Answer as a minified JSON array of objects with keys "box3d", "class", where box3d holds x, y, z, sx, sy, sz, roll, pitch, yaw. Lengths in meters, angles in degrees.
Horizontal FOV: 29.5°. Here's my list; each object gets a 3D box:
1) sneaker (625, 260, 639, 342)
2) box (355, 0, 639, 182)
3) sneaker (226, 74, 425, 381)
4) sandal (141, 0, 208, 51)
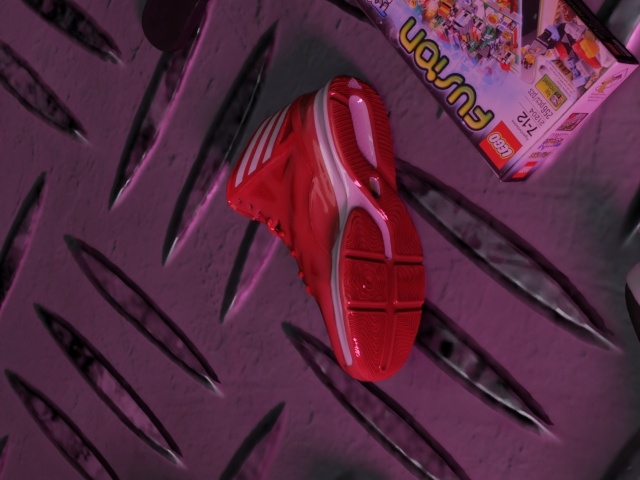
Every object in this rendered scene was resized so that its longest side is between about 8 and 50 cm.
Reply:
[{"box3d":[0.224,0.164,0.718,0.147,0.104,0.296,-35,77,28],"class":"sneaker"},{"box3d":[0.106,-0.153,0.827,0.114,0.036,0.207,-49,66,29],"class":"box"},{"box3d":[0.000,0.000,0.903,0.128,0.087,0.221,-17,71,45],"class":"sneaker"},{"box3d":[-0.103,-0.232,0.975,0.067,0.040,0.179,42,116,27],"class":"sandal"}]
